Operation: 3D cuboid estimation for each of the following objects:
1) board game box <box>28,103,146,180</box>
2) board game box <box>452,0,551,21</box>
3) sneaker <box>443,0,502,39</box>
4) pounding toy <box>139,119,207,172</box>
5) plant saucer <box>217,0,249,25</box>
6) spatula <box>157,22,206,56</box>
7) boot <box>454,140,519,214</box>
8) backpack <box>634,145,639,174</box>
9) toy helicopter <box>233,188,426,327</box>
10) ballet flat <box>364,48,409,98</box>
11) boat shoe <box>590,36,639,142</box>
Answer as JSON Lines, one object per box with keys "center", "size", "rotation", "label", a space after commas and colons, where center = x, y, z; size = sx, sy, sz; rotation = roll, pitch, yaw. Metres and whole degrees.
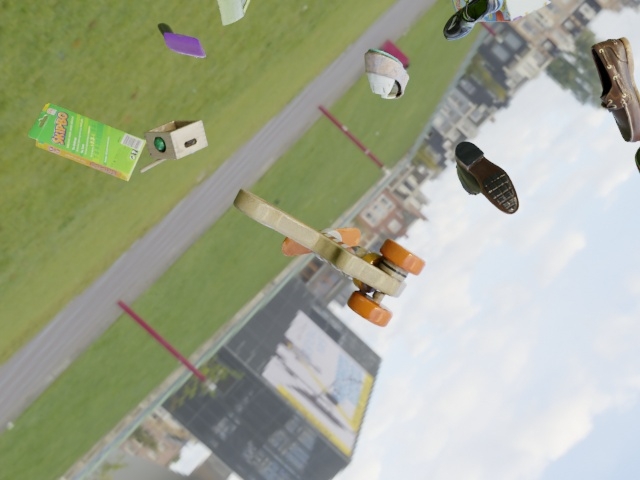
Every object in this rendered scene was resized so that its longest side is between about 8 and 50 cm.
{"center": [-0.575, -0.245, 2.072], "size": [0.039, 0.259, 0.124], "rotation": [125, -16, -51], "label": "board game box"}
{"center": [0.504, -0.719, 2.404], "size": [0.144, 0.142, 0.275], "rotation": [-28, -157, -14], "label": "board game box"}
{"center": [0.382, -0.584, 2.166], "size": [0.078, 0.067, 0.188], "rotation": [-18, 173, -42], "label": "sneaker"}
{"center": [-0.388, -0.243, 2.169], "size": [0.130, 0.100, 0.141], "rotation": [6, -152, 40], "label": "pounding toy"}
{"center": [-0.175, -0.598, 1.897], "size": [0.188, 0.045, 0.188], "rotation": [96, 15, -80], "label": "plant saucer"}
{"center": [-0.327, -0.454, 1.873], "size": [0.296, 0.084, 0.030], "rotation": [-135, -125, -59], "label": "spatula"}
{"center": [0.408, -0.140, 2.068], "size": [0.082, 0.219, 0.106], "rotation": [-32, 162, -8], "label": "boot"}
{"center": [0.771, -0.147, 1.700], "size": [0.225, 0.191, 0.253], "rotation": [-33, -151, 15], "label": "backpack"}
{"center": [0.000, 0.000, 1.498], "size": [0.140, 0.355, 0.235], "rotation": [-58, -159, 6], "label": "toy helicopter"}
{"center": [0.194, -0.471, 2.444], "size": [0.316, 0.107, 0.106], "rotation": [4, 101, -69], "label": "ballet flat"}
{"center": [0.572, -0.286, 1.623], "size": [0.073, 0.207, 0.073], "rotation": [-16, -178, -11], "label": "boat shoe"}
